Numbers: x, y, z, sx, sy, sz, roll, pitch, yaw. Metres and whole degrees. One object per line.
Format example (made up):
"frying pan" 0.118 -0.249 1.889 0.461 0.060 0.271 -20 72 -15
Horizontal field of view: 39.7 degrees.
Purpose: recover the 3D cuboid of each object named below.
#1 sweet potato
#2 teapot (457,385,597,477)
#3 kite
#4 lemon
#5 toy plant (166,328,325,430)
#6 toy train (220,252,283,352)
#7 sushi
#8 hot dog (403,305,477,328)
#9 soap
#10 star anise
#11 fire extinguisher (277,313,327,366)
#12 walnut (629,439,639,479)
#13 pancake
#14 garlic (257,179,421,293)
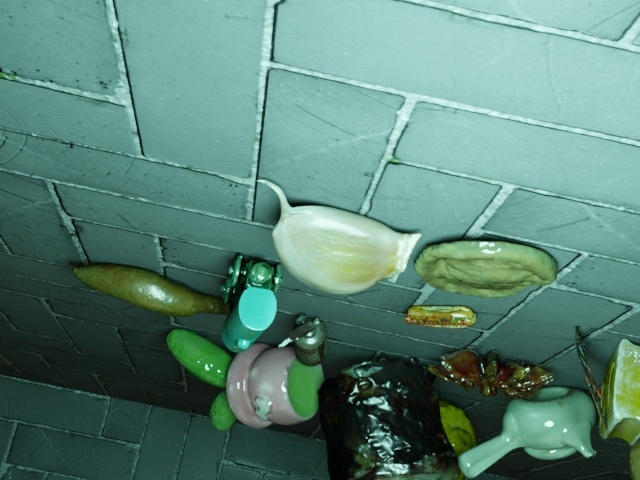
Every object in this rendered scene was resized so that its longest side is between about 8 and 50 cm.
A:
"sweet potato" -0.330 0.104 1.811 0.346 0.079 0.108 18 -173 -21
"teapot" 0.473 0.433 2.027 0.318 0.149 0.220 -12 -178 15
"kite" 0.510 0.254 1.675 0.009 0.232 0.189 -18 -163 8
"lemon" 0.273 0.561 2.421 0.285 0.285 0.316 26 126 -35
"toy plant" -0.179 0.337 2.196 0.356 0.210 0.317 -2 123 41
"toy train" -0.134 0.124 1.638 0.101 0.159 0.248 10 159 -11
"sushi" 0.145 0.443 2.067 0.299 0.294 0.281 7 153 -37
"hot dog" 0.225 0.146 1.672 0.144 0.038 0.062 -2 157 32
"soap" 0.596 0.304 1.723 0.080 0.160 0.257 8 159 13
"star anise" 0.372 0.294 1.927 0.288 0.088 0.288 8 158 3
"fire extinguisher" -0.032 0.225 1.920 0.075 0.106 0.252 28 163 11
"walnut" 0.825 0.474 1.893 0.332 0.333 0.333 10 160 4
"pancake" 0.255 0.049 1.395 0.222 0.042 0.236 23 158 -38
"garlic" -0.005 0.001 1.344 0.266 0.149 0.128 16 -164 -25
